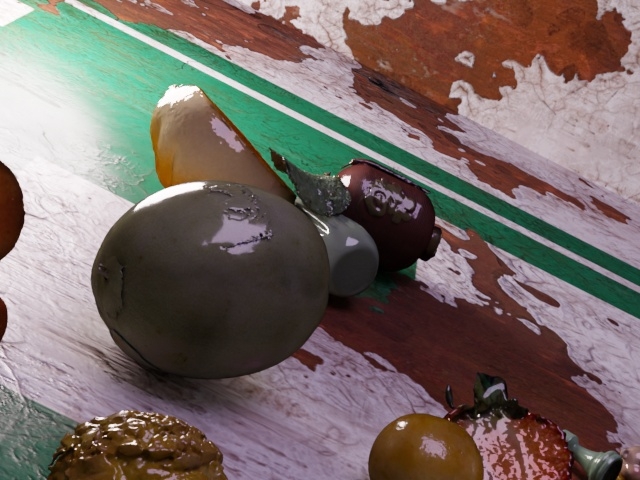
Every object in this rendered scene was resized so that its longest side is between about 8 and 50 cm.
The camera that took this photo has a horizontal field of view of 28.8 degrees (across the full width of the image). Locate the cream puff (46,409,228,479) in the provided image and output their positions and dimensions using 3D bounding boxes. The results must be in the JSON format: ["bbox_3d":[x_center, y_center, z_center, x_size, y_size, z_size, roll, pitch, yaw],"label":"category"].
[{"bbox_3d":[-0.189,0.239,1.279,0.189,0.129,0.189,-3,-12,-1],"label":"cream puff"}]

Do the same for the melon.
[{"bbox_3d":[-0.145,0.049,1.636,0.330,0.268,0.268,3,31,-33],"label":"melon"}]

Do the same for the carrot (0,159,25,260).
[{"bbox_3d":[-0.457,-0.026,1.570,0.159,0.159,0.225,23,-10,-12],"label":"carrot"}]

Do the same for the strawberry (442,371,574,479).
[{"bbox_3d":[0.253,0.324,1.713,0.188,0.106,0.286,-11,52,-9],"label":"strawberry"}]

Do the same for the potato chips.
[{"bbox_3d":[-0.024,-0.104,2.123,0.167,0.059,0.228,28,11,-18],"label":"potato chips"}]

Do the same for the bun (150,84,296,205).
[{"bbox_3d":[-0.186,-0.119,2.098,0.299,0.165,0.299,49,1,-1],"label":"bun"}]

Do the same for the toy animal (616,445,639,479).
[{"bbox_3d":[0.513,0.366,1.962,0.114,0.082,0.091,16,25,-31],"label":"toy animal"}]

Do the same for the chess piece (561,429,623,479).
[{"bbox_3d":[0.411,0.338,1.938,0.103,0.067,0.067,32,19,36],"label":"chess piece"}]

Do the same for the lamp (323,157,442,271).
[{"bbox_3d":[0.109,-0.044,2.283,0.258,0.180,0.180,23,21,-10],"label":"lamp"}]

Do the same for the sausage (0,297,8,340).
[{"bbox_3d":[-0.420,0.116,1.393,0.089,0.083,0.300,29,19,-4],"label":"sausage"}]

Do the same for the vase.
[{"bbox_3d":[0.000,0.000,2.133,0.128,0.128,0.248,13,18,-34],"label":"vase"}]

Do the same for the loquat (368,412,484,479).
[{"bbox_3d":[0.135,0.293,1.592,0.163,0.137,0.163,9,32,-6],"label":"loquat"}]
